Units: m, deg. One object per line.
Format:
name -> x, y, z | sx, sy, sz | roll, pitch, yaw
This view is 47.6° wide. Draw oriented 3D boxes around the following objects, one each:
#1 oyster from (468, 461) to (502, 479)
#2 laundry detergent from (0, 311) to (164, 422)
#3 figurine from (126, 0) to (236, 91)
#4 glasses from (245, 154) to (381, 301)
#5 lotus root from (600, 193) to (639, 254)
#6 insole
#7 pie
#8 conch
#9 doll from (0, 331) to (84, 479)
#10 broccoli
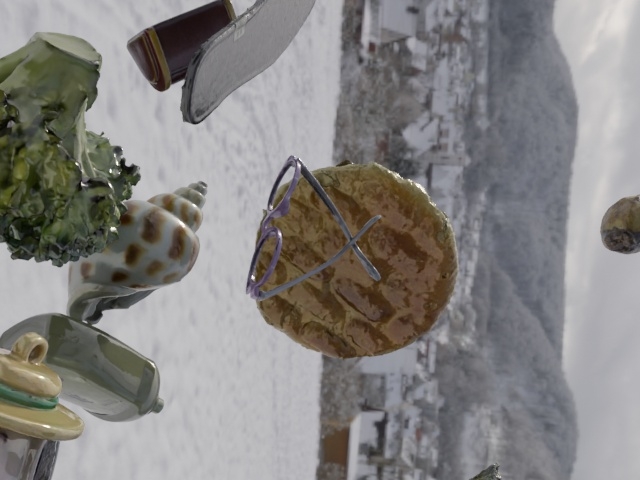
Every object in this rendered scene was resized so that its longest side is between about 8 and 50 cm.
oyster -> 0.240, 0.378, 1.086 | 0.098, 0.037, 0.100 | -44, 142, -2
laundry detergent -> -0.331, 0.199, 1.057 | 0.253, 0.181, 0.091 | 40, 43, -40
figurine -> -0.146, -0.234, 0.892 | 0.082, 0.154, 0.098 | -4, -68, 60
glasses -> 0.000, 0.000, 0.644 | 0.062, 0.103, 0.140 | -33, -139, 57
lotus root -> 0.590, -0.035, 1.313 | 0.097, 0.258, 0.110 | 59, -41, 28
insole -> -0.057, -0.203, 0.709 | 0.309, 0.012, 0.110 | -58, 168, -51
pie -> 0.051, 0.035, 1.127 | 0.083, 0.339, 0.340 | -58, 151, -67
conch -> -0.279, 0.012, 1.125 | 0.149, 0.274, 0.183 | 64, -14, 3
doll -> -0.299, 0.223, 0.598 | 0.208, 0.144, 0.272 | -44, 151, -49
broccoli -> -0.392, -0.120, 0.908 | 0.334, 0.323, 0.272 | -118, -150, -61
